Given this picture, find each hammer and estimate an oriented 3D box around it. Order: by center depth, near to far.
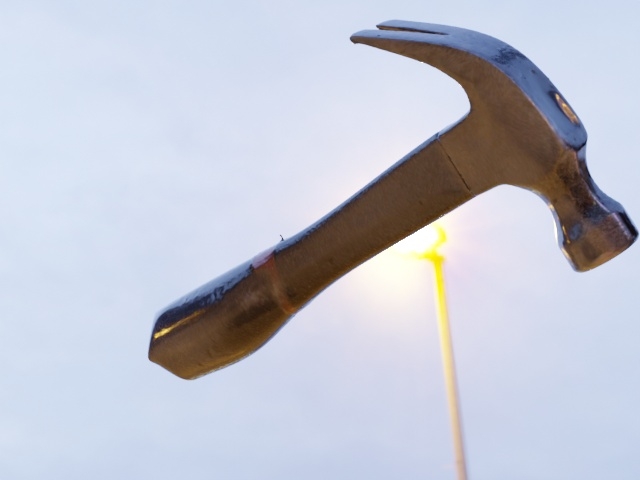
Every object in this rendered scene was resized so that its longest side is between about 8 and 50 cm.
[{"bbox_3d":[0.000,0.000,0.546,0.290,0.137,0.037,-32,0,40],"label":"hammer"}]
